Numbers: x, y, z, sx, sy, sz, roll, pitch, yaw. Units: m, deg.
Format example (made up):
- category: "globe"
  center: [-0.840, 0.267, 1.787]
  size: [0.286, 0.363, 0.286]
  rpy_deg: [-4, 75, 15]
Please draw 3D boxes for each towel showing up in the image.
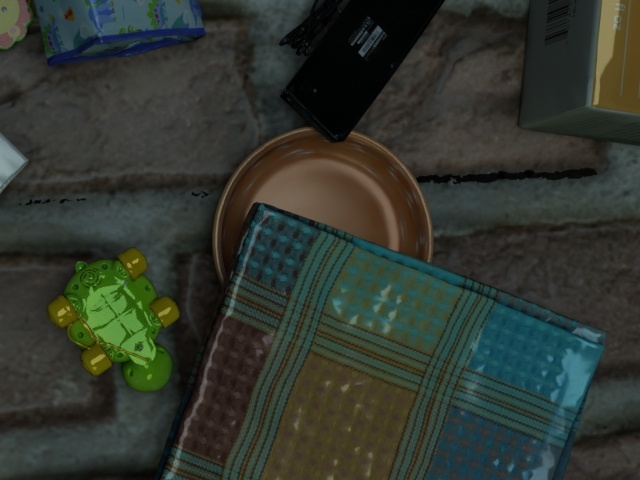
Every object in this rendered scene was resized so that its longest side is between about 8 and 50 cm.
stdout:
- category: "towel"
  center: [0.062, 0.150, 1.525]
  size: [0.370, 0.040, 0.271]
  rpy_deg: [21, 84, -23]

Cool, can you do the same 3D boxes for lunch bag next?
- category: "lunch bag"
  center: [-0.170, -0.222, 1.484]
  size: [0.151, 0.096, 0.129]
  rpy_deg: [-17, 93, -45]

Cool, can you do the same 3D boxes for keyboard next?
- category: "keyboard"
  center: [0.027, -0.182, 1.561]
  size: [0.100, 0.038, 0.192]
  rpy_deg: [44, 64, -18]

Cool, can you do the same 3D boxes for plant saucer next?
- category: "plant saucer"
  center: [0.000, 0.000, 1.549]
  size: [0.200, 0.037, 0.200]
  rpy_deg: [0, 89, -15]

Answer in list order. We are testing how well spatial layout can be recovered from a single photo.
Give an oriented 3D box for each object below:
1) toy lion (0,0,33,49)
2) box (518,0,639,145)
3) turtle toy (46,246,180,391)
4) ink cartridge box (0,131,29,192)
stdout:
- category: "toy lion"
  center: [-0.288, -0.210, 1.485]
  size: [0.100, 0.034, 0.096]
  rpy_deg: [20, 91, -13]
- category: "box"
  center: [0.375, -0.190, 1.588]
  size: [0.345, 0.168, 0.215]
  rpy_deg: [6, 86, -15]
- category: "turtle toy"
  center: [-0.169, 0.072, 1.485]
  size: [0.095, 0.066, 0.130]
  rpy_deg: [-35, 97, -14]
- category: "ink cartridge box"
  center: [-0.315, -0.088, 1.430]
  size: [0.150, 0.109, 0.063]
  rpy_deg: [45, 75, -9]
